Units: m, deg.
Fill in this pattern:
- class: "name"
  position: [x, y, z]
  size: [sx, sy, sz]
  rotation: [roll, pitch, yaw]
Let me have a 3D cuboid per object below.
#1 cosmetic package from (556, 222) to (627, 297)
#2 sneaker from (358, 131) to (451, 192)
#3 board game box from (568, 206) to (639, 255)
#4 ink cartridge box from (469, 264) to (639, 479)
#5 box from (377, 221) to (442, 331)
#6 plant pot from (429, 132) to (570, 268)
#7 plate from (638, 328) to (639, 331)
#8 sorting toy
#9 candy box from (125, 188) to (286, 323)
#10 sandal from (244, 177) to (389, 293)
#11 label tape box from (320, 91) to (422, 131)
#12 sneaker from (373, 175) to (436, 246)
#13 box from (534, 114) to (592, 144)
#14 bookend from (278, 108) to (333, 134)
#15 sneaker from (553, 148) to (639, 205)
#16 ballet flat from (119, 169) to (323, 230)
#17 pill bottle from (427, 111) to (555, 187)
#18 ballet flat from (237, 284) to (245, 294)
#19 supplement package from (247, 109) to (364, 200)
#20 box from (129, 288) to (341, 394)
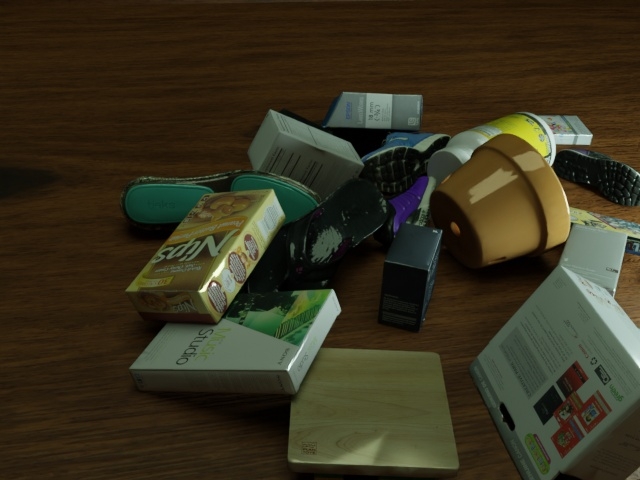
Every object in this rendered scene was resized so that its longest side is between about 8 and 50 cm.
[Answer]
- class: "cosmetic package"
  position: [0.583, 0.067, 1.592]
  size: [0.127, 0.107, 0.238]
  rotation: [13, 37, 20]
- class: "sneaker"
  position: [0.209, -0.220, 1.994]
  size: [0.330, 0.129, 0.147]
  rotation: [-20, 29, -40]
- class: "board game box"
  position: [0.665, -0.027, 1.751]
  size: [0.243, 0.042, 0.165]
  rotation: [16, 19, 19]
- class: "ink cartridge box"
  position: [0.425, 0.246, 1.245]
  size: [0.130, 0.272, 0.309]
  rotation: [24, 26, -26]
- class: "box"
  position: [0.184, 0.072, 1.499]
  size: [0.093, 0.158, 0.156]
  rotation: [12, 34, 13]
- class: "plant pot"
  position: [0.383, -0.068, 1.644]
  size: [0.203, 0.290, 0.291]
  rotation: [-27, 42, -14]
- class: "plate"
  position: [0.629, 0.223, 1.432]
  size: [0.188, 0.024, 0.188]
  rotation: [1, 34, -1]
- class: "sorting toy"
  position: [0.079, 0.299, 1.214]
  size: [0.257, 0.089, 0.255]
  rotation: [2, 34, -1]
- class: "candy box"
  position: [-0.219, 0.025, 1.456]
  size: [0.183, 0.087, 0.316]
  rotation: [-2, 37, 30]
- class: "sandal"
  position: [-0.001, -0.002, 1.541]
  size: [0.167, 0.107, 0.446]
  rotation: [42, 55, 0]
- class: "label tape box"
  position: [0.105, -0.367, 2.116]
  size: [0.334, 0.105, 0.240]
  rotation: [1, 6, -5]
- class: "sneaker"
  position: [0.195, -0.080, 1.777]
  size: [0.146, 0.102, 0.293]
  rotation: [10, 34, 11]
- class: "box"
  position: [0.726, -0.345, 2.275]
  size: [0.186, 0.038, 0.145]
  rotation: [0, 34, -3]
- class: "bookend"
  position: [-0.067, -0.250, 1.988]
  size: [0.156, 0.157, 0.072]
  rotation: [28, 39, 13]
- class: "sneaker"
  position: [0.791, -0.189, 1.995]
  size: [0.124, 0.107, 0.283]
  rotation: [-17, 38, -37]
- class: "ballet flat"
  position: [-0.222, -0.090, 1.736]
  size: [0.483, 0.164, 0.182]
  rotation: [3, 8, 1]
- class: "pill bottle"
  position: [0.444, -0.211, 1.917]
  size: [0.334, 0.187, 0.188]
  rotation: [-23, 42, -33]
- class: "ballet flat"
  position: [-0.182, 0.051, 1.589]
  size: [0.077, 0.091, 0.241]
  rotation: [16, 27, -38]
- class: "supplement package"
  position: [-0.040, -0.204, 1.833]
  size: [0.244, 0.134, 0.139]
  rotation: [19, 26, -26]
- class: "box"
  position: [-0.149, 0.177, 1.316]
  size: [0.322, 0.058, 0.232]
  rotation: [-4, 29, 24]
